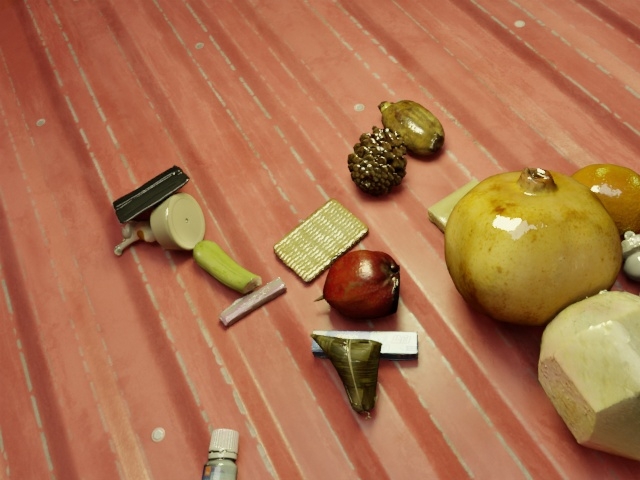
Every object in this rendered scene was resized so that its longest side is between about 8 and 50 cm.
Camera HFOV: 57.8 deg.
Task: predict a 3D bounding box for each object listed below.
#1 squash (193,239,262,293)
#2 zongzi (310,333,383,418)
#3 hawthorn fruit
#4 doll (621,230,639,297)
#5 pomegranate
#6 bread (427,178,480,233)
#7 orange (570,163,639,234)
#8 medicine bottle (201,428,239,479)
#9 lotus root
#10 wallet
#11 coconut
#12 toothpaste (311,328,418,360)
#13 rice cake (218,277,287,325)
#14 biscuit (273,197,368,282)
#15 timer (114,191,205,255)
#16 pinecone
[{"bbox_3d":[-0.276,0.077,1.664,0.250,0.083,0.083,32,69,31],"label":"squash"},{"bbox_3d":[0.053,0.329,1.427,0.184,0.084,0.187,4,84,19],"label":"zongzi"},{"bbox_3d":[0.099,0.124,1.533,0.251,0.189,0.189,-15,55,24],"label":"hawthorn fruit"},{"bbox_3d":[0.835,0.103,1.442,0.138,0.119,0.293,-25,61,14],"label":"doll"},{"bbox_3d":[0.500,0.007,1.385,0.417,0.416,0.416,-5,58,7],"label":"pomegranate"},{"bbox_3d":[0.413,-0.084,1.657,0.178,0.060,0.139,-30,57,-8],"label":"bread"},{"bbox_3d":[0.771,-0.119,1.556,0.237,0.158,0.179,20,66,21],"label":"orange"},{"bbox_3d":[-0.237,0.553,1.369,0.084,0.083,0.203,0,58,10],"label":"medicine bottle"},{"bbox_3d":[0.277,-0.363,1.812,0.145,0.128,0.260,-23,52,-36],"label":"lotus root"},{"bbox_3d":[-0.523,-0.150,1.791,0.247,0.041,0.323,-33,26,-12],"label":"wallet"},{"bbox_3d":[0.651,0.296,1.223,0.353,0.352,0.352,-5,58,7],"label":"coconut"},{"bbox_3d":[0.115,0.270,1.498,0.272,0.053,0.066,-1,59,10],"label":"toothpaste"},{"bbox_3d":[-0.189,0.173,1.623,0.207,0.036,0.047,-30,49,-9],"label":"rice cake"},{"bbox_3d":[0.000,0.000,1.700,0.254,0.029,0.172,-39,61,-15],"label":"biscuit"},{"bbox_3d":[-0.509,-0.037,1.766,0.266,0.175,0.175,-11,55,26],"label":"timer"},{"bbox_3d":[0.170,-0.240,1.733,0.184,0.179,0.204,-37,25,37],"label":"pinecone"}]
